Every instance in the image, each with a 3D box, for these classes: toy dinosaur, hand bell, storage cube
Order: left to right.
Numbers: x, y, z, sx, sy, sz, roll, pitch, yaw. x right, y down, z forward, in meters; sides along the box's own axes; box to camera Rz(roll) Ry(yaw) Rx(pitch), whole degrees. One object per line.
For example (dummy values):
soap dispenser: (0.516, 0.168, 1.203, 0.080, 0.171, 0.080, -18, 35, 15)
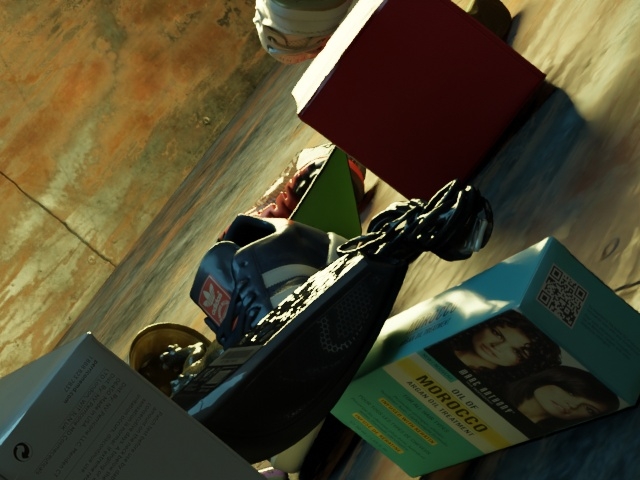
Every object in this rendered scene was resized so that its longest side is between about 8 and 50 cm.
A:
hand bell: (-0.218, 0.221, 1.789, 0.242, 0.126, 0.126, -56, 3, 44)
toy dinosaur: (-0.087, 0.123, 1.592, 0.313, 0.121, 0.160, -45, 23, -6)
storage cube: (0.097, -0.170, 1.551, 0.193, 0.215, 0.183, -53, 11, 9)

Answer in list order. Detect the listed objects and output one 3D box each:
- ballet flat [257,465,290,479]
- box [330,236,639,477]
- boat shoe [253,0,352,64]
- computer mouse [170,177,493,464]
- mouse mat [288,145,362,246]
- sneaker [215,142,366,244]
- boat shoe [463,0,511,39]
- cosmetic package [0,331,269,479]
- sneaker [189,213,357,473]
ballet flat: (-0.123, 0.268, 1.254, 0.221, 0.079, 0.077, -48, 11, 4)
box: (0.104, 0.086, 0.946, 0.244, 0.100, 0.060, -33, 20, 55)
boat shoe: (-0.022, -0.231, 1.499, 0.277, 0.098, 0.096, -99, 16, -73)
computer mouse: (0.003, 0.072, 0.968, 0.272, 0.072, 0.188, -40, 8, -13)
mouse mat: (0.000, 0.000, 1.589, 0.007, 0.152, 0.190, 10, 45, 25)
sneaker: (-0.033, -0.044, 1.905, 0.276, 0.097, 0.135, -38, 16, 36)
boat shoe: (0.187, -0.252, 1.832, 0.073, 0.080, 0.223, -48, 5, 35)
cosmetic package: (-0.114, 0.203, 0.912, 0.097, 0.284, 0.377, -52, 12, -24)
sneaker: (-0.055, 0.083, 1.330, 0.350, 0.148, 0.131, -87, 21, -65)
